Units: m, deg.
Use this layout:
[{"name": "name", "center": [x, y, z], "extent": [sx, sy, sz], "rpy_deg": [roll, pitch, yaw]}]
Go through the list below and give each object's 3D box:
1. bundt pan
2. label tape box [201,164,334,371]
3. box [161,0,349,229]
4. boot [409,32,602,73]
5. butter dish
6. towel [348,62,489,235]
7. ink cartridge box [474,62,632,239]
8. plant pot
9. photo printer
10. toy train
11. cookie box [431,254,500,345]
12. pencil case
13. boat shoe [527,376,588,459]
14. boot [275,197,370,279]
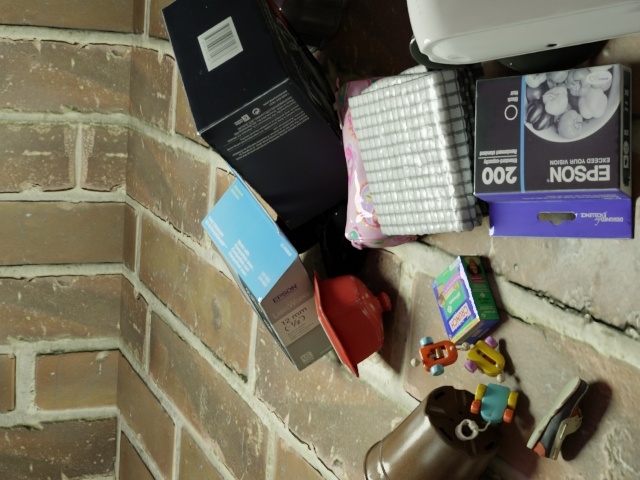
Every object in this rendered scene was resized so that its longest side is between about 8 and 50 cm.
[{"name": "bundt pan", "center": [-0.060, -0.529, 1.994], "extent": [0.331, 0.124, 0.331], "rpy_deg": [178, 90, -65]}, {"name": "label tape box", "center": [-0.107, 0.046, 1.890], "extent": [0.249, 0.115, 0.348], "rpy_deg": [50, 172, 41]}, {"name": "box", "center": [-0.095, -0.254, 1.812], "extent": [0.179, 0.312, 0.343], "rpy_deg": [-29, 51, 11]}, {"name": "boot", "center": [0.242, -0.331, 1.349], "extent": [0.091, 0.263, 0.229], "rpy_deg": [69, -148, -52]}, {"name": "butter dish", "center": [0.065, 0.124, 1.766], "extent": [0.160, 0.118, 0.160], "rpy_deg": [-100, -15, -64]}, {"name": "towel", "center": [0.163, -0.132, 1.492], "extent": [0.283, 0.121, 0.235], "rpy_deg": [-5, 98, 66]}, {"name": "ink cartridge box", "center": [0.285, -0.105, 1.282], "extent": [0.206, 0.045, 0.208], "rpy_deg": [0, 92, 42]}, {"name": "plant pot", "center": [0.170, 0.308, 1.502], "extent": [0.165, 0.167, 0.167], "rpy_deg": [-61, 38, 35]}, {"name": "photo printer", "center": [0.241, -0.341, 1.189], "extent": [0.307, 0.107, 0.256], "rpy_deg": [-4, 77, 31]}, {"name": "toy train", "center": [0.209, 0.204, 1.468], "extent": [0.046, 0.125, 0.166], "rpy_deg": [68, 179, -59]}, {"name": "cookie box", "center": [0.213, 0.089, 1.525], "extent": [0.092, 0.040, 0.107], "rpy_deg": [-53, 45, 51]}, {"name": "pencil case", "center": [0.090, -0.129, 1.686], "extent": [0.124, 0.124, 0.284], "rpy_deg": [164, 102, -64]}, {"name": "boat shoe", "center": [0.311, 0.229, 1.321], "extent": [0.043, 0.049, 0.137], "rpy_deg": [31, 127, 11]}, {"name": "boot", "center": [0.000, 0.000, 1.912], "extent": [0.246, 0.094, 0.207], "rpy_deg": [-58, 36, 39]}]
